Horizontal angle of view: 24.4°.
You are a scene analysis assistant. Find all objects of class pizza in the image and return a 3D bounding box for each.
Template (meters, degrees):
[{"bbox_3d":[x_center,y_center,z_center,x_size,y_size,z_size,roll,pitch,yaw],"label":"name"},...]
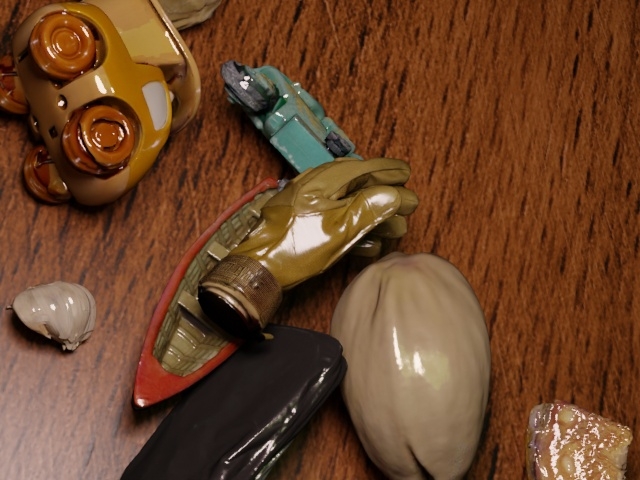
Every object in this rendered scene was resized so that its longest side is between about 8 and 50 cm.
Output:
[{"bbox_3d":[0.372,0.351,1.981,0.161,0.085,0.305,-25,73,-4],"label":"pizza"}]

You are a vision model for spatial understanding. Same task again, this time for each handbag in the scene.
[{"bbox_3d":[-0.113,0.236,1.826,0.332,0.191,0.075,-52,131,-29],"label":"handbag"}]

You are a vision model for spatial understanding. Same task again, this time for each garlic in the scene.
[{"bbox_3d":[-0.332,0.089,1.864,0.113,0.074,0.094,-13,61,-40],"label":"garlic"}]

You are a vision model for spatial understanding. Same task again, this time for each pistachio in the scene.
[{"bbox_3d":[0.121,0.172,1.906,0.207,0.226,0.332,-11,70,5],"label":"pistachio"}]

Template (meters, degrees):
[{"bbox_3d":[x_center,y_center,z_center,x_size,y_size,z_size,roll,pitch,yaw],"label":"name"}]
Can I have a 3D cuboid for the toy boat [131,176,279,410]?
[{"bbox_3d":[-0.138,0.079,1.933,0.136,0.079,0.392,37,59,-3],"label":"toy boat"}]

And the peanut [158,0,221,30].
[{"bbox_3d":[-0.288,-0.381,2.063,0.313,0.149,0.149,23,61,-8],"label":"peanut"}]

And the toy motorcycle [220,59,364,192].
[{"bbox_3d":[-0.027,-0.140,2.036,0.109,0.198,0.296,-42,99,13],"label":"toy motorcycle"}]

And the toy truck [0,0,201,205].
[{"bbox_3d":[-0.295,-0.195,1.921,0.211,0.204,0.288,-24,90,-36],"label":"toy truck"}]

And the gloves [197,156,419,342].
[{"bbox_3d":[-0.013,-0.010,1.895,0.331,0.154,0.141,-39,71,-23],"label":"gloves"}]
